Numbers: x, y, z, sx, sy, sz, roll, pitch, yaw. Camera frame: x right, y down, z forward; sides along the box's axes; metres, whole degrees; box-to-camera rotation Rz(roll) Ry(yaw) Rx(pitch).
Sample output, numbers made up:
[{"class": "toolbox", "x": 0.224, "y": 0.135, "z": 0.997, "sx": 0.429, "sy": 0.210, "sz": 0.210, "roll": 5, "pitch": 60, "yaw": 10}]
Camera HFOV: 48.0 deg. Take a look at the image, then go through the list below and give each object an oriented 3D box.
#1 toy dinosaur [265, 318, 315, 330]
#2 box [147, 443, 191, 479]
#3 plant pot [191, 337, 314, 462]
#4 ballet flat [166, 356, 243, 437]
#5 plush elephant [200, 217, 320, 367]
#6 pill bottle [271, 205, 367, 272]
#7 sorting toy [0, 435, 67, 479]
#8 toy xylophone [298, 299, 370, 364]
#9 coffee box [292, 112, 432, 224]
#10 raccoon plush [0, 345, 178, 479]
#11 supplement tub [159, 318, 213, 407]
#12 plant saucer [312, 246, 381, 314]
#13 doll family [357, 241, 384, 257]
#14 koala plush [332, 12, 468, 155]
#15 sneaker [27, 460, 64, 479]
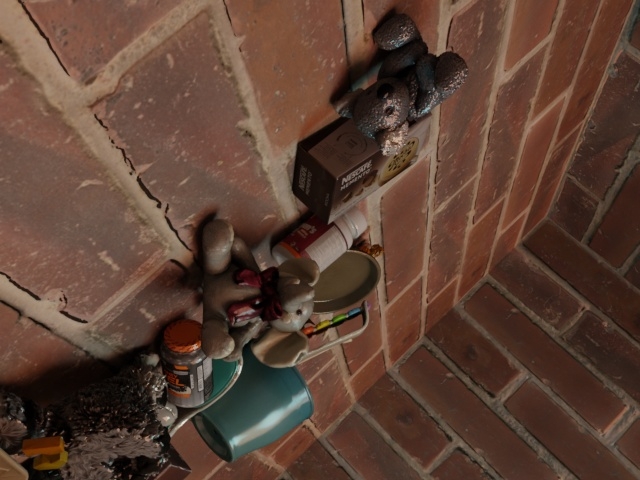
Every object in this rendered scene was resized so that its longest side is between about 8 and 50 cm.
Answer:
[{"class": "toy dinosaur", "x": -0.079, "y": 0.265, "z": 2.145, "sx": 0.112, "sy": 0.064, "sz": 0.211, "roll": -43, "pitch": 158, "yaw": -7}, {"class": "box", "x": -0.552, "y": 0.699, "z": 1.935, "sx": 0.381, "sy": 0.143, "sz": 0.191, "roll": -41, "pitch": 158, "yaw": -10}, {"class": "plant pot", "x": -0.202, "y": 0.446, "z": 1.938, "sx": 0.255, "sy": 0.271, "sz": 0.272, "roll": -35, "pitch": 156, "yaw": -31}, {"class": "ballet flat", "x": -0.347, "y": 0.391, "z": 1.816, "sx": 0.400, "sy": 0.139, "sz": 0.139, "roll": -45, "pitch": 159, "yaw": 8}, {"class": "plush elephant", "x": -0.120, "y": 0.128, "z": 1.526, "sx": 0.255, "sy": 0.272, "sz": 0.330, "roll": 1, "pitch": 164, "yaw": -8}, {"class": "pill bottle", "x": 0.000, "y": 0.000, "z": 1.741, "sx": 0.221, "sy": 0.121, "sz": 0.121, "roll": -40, "pitch": 158, "yaw": -19}, {"class": "sorting toy", "x": -0.587, "y": 0.375, "z": 1.233, "sx": 0.307, "sy": 0.041, "sz": 0.229, "roll": -4, "pitch": 145, "yaw": -7}, {"class": "toy xylophone", "x": 0.003, "y": 0.282, "z": 2.106, "sx": 0.322, "sy": 0.081, "sz": 0.236, "roll": -20, "pitch": 166, "yaw": -16}, {"class": "coffee box", "x": 0.090, "y": -0.189, "z": 1.577, "sx": 0.297, "sy": 0.119, "sz": 0.168, "roll": -35, "pitch": 157, "yaw": -27}, {"class": "raccoon plush", "x": -0.461, "y": 0.298, "z": 1.437, "sx": 0.216, "sy": 0.299, "sz": 0.446, "roll": -34, "pitch": 128, "yaw": 9}, {"class": "supplement tub", "x": -0.305, "y": 0.279, "z": 1.642, "sx": 0.117, "sy": 0.117, "sz": 0.190, "roll": -29, "pitch": 136, "yaw": -37}, {"class": "plant saucer", "x": 0.025, "y": 0.103, "z": 1.928, "sx": 0.278, "sy": 0.041, "sz": 0.278, "roll": -10, "pitch": 141, "yaw": -8}, {"class": "doll family", "x": 0.105, "y": 0.072, "z": 2.069, "sx": 0.163, "sy": 0.118, "sz": 0.263, "roll": -52, "pitch": 158, "yaw": 14}, {"class": "koala plush", "x": 0.151, "y": -0.288, "z": 1.434, "sx": 0.221, "sy": 0.196, "sz": 0.203, "roll": -48, "pitch": 169, "yaw": -6}, {"class": "sneaker", "x": -0.659, "y": 0.558, "z": 1.536, "sx": 0.286, "sy": 0.109, "sz": 0.130, "roll": -14, "pitch": 148, "yaw": -51}]
